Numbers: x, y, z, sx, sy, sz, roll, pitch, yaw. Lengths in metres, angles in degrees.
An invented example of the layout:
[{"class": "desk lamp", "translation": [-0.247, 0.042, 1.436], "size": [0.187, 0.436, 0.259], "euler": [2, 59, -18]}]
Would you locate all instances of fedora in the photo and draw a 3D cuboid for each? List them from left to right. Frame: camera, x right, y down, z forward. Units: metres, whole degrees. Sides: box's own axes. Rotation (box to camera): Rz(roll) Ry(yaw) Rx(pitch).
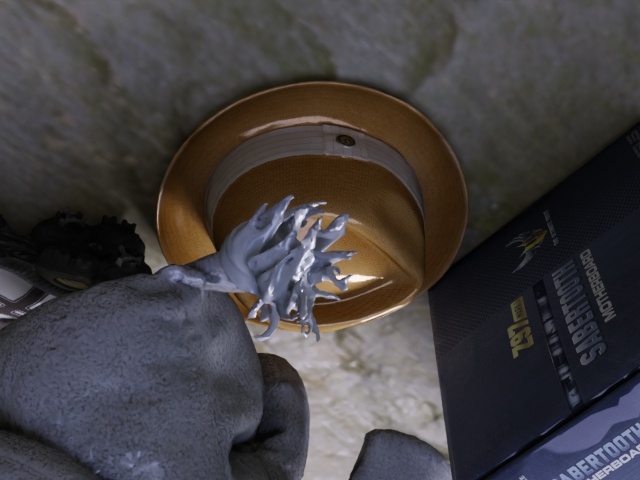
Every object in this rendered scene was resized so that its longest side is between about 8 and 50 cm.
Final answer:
[{"class": "fedora", "translation": [0.000, 0.000, 0.708], "size": [0.194, 0.079, 0.194], "euler": [-4, 125, -6]}]

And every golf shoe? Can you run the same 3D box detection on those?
[{"class": "golf shoe", "translation": [-0.202, 0.022, 0.696], "size": [0.198, 0.077, 0.093], "euler": [15, 121, -16]}]

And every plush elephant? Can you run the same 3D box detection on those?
[{"class": "plush elephant", "translation": [-0.069, 0.155, 0.604], "size": [0.330, 0.255, 0.272], "euler": [-29, 165, 38]}]

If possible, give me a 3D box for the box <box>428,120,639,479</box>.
[{"class": "box", "translation": [0.151, 0.041, 0.662], "size": [0.183, 0.232, 0.059], "euler": [-40, 108, 19]}]
